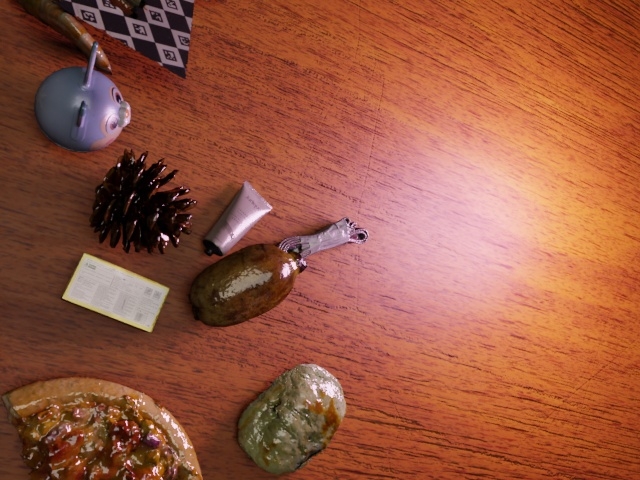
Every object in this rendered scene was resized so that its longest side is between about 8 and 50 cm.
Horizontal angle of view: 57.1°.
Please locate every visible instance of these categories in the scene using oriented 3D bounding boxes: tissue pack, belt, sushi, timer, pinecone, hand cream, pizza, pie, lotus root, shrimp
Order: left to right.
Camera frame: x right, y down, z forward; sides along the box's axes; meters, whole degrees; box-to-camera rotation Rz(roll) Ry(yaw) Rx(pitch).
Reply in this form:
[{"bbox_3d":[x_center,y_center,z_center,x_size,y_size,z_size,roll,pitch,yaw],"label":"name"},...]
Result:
[{"bbox_3d":[-0.497,-0.411,1.118,0.296,0.169,0.058,40,78,20],"label":"shrimp"},{"bbox_3d":[-0.412,-0.247,1.071,0.175,0.255,0.175,4,85,-48],"label":"timer"},{"bbox_3d":[-0.408,0.400,1.084,0.409,0.114,0.277,38,66,-14],"label":"pizza"},{"bbox_3d":[-0.395,0.103,1.139,0.176,0.062,0.095,26,73,-20],"label":"tissue pack"},{"bbox_3d":[-0.379,-0.461,1.159,0.264,0.050,0.290,25,46,-32],"label":"sushi"},{"bbox_3d":[-0.330,-0.065,1.111,0.208,0.208,0.207,3,84,-25],"label":"pinecone"},{"bbox_3d":[-0.184,-0.037,1.261,0.087,0.054,0.186,46,62,-18],"label":"hand cream"},{"bbox_3d":[-0.146,0.088,1.219,0.260,0.128,0.145,-22,115,-16],"label":"lotus root"},{"bbox_3d":[-0.047,0.389,1.259,0.248,0.090,0.201,-41,105,-19],"label":"pie"},{"bbox_3d":[0.000,0.000,1.339,0.232,0.053,0.071,-17,91,-25],"label":"belt"}]
